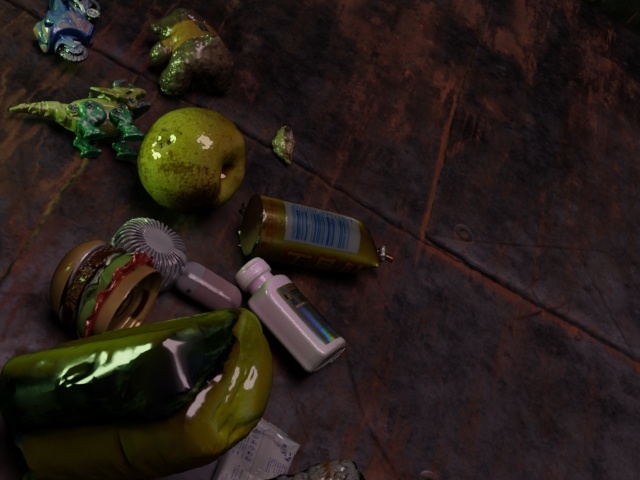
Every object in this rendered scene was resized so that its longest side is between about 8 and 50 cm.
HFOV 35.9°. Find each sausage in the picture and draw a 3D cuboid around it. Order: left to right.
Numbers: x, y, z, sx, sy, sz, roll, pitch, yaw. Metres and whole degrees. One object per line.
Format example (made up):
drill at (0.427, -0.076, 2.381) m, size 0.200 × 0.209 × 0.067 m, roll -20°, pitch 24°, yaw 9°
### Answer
sausage at (-0.001, 0.000, 1.850) m, size 0.317 × 0.125 × 0.117 m, roll 13°, pitch 91°, yaw -28°

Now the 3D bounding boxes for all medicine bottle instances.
medicine bottle at (-0.057, 0.127, 1.712) m, size 0.219 × 0.078 × 0.115 m, roll 47°, pitch 20°, yaw 11°

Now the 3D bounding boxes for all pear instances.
pear at (-0.237, -0.145, 1.768) m, size 0.197 × 0.197 × 0.197 m, roll 18°, pitch 45°, yaw -19°

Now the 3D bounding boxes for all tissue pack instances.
tissue pack at (-0.105, 0.354, 1.524) m, size 0.122 × 0.026 × 0.193 m, roll 30°, pitch 42°, yaw -8°

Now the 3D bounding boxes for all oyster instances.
oyster at (-0.074, -0.195, 2.045) m, size 0.081 × 0.038 × 0.083 m, roll 70°, pitch 17°, yaw 0°

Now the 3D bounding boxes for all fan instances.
fan at (-0.242, 0.054, 1.674) m, size 0.244 × 0.074 × 0.130 m, roll 33°, pitch 31°, yaw -11°

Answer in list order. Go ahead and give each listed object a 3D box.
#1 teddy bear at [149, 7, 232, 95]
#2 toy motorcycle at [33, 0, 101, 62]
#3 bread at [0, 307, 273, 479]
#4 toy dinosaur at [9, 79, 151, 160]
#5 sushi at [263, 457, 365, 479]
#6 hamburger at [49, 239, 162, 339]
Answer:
teddy bear at (-0.266, -0.396, 2.017) m, size 0.177 × 0.140 × 0.190 m, roll -9°, pitch 50°, yaw -35°
toy motorcycle at (-0.496, -0.419, 1.928) m, size 0.114 × 0.076 × 0.205 m, roll 14°, pitch 46°, yaw -14°
bread at (-0.244, 0.211, 1.318) m, size 0.251 × 0.376 × 0.208 m, roll -23°, pitch 96°, yaw -62°
toy dinosaur at (-0.423, -0.219, 1.786) m, size 0.259 × 0.094 × 0.153 m, roll -9°, pitch 58°, yaw -30°
sushi at (-0.032, 0.397, 1.387) m, size 0.126 × 0.225 × 0.136 m, roll 61°, pitch 14°, yaw -14°
hamburger at (-0.341, 0.077, 1.524) m, size 0.137 × 0.175 × 0.175 m, roll 29°, pitch 41°, yaw 11°
